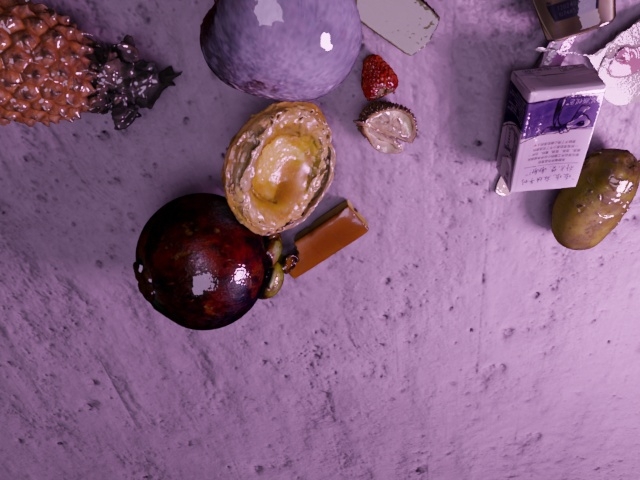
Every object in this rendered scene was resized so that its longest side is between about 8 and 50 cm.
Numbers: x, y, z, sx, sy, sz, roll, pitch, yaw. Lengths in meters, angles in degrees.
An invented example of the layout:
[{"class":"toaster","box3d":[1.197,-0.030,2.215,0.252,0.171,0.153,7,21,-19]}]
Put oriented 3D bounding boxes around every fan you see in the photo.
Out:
[{"class":"fan","box3d":[0.536,-0.337,0.902,0.311,0.010,0.182,0,127,-10]}]

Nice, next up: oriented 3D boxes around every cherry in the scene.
[{"class":"cherry","box3d":[-0.070,-0.349,0.791,0.296,0.218,0.255,18,144,-25]}]

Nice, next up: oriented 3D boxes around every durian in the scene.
[{"class":"durian","box3d":[0.119,-0.231,0.961,0.140,0.071,0.110,10,131,-26]}]

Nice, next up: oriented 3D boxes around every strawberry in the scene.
[{"class":"strawberry","box3d":[0.107,-0.306,0.921,0.073,0.073,0.083,-21,86,14]}]

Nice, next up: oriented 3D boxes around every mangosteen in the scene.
[{"class":"mangosteen","box3d":[-0.229,0.044,1.029,0.312,0.311,0.311,0,124,0]}]

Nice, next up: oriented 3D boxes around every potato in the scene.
[{"class":"potato","box3d":[0.578,-0.083,1.044,0.150,0.113,0.251,-1,133,-9]}]

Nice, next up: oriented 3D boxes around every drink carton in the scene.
[{"class":"drink carton","box3d":[0.428,-0.207,0.934,0.134,0.101,0.222,-7,131,1]}]

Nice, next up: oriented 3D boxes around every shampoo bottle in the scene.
[{"class":"shampoo bottle","box3d":[0.368,-0.498,0.755,0.126,0.084,0.350,-9,118,35]}]

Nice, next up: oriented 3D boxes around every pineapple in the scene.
[{"class":"pineapple","box3d":[-0.430,-0.287,0.859,0.358,0.222,0.222,7,126,-25]}]

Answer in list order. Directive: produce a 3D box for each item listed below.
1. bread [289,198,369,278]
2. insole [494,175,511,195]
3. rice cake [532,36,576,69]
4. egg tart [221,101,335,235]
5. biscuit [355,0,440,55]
[{"class":"bread","box3d":[0.000,0.000,1.133,0.226,0.049,0.088,-33,118,21]},{"class":"insole","box3d":[0.424,-0.177,1.035,0.063,0.010,0.191,11,123,-8]},{"class":"rice cake","box3d":[0.445,-0.378,0.883,0.047,0.036,0.206,22,122,-3]},{"class":"egg tart","box3d":[-0.085,-0.143,0.953,0.118,0.288,0.288,29,133,36]},{"class":"biscuit","box3d":[0.066,-0.442,0.837,0.323,0.038,0.099,29,123,-19]}]
